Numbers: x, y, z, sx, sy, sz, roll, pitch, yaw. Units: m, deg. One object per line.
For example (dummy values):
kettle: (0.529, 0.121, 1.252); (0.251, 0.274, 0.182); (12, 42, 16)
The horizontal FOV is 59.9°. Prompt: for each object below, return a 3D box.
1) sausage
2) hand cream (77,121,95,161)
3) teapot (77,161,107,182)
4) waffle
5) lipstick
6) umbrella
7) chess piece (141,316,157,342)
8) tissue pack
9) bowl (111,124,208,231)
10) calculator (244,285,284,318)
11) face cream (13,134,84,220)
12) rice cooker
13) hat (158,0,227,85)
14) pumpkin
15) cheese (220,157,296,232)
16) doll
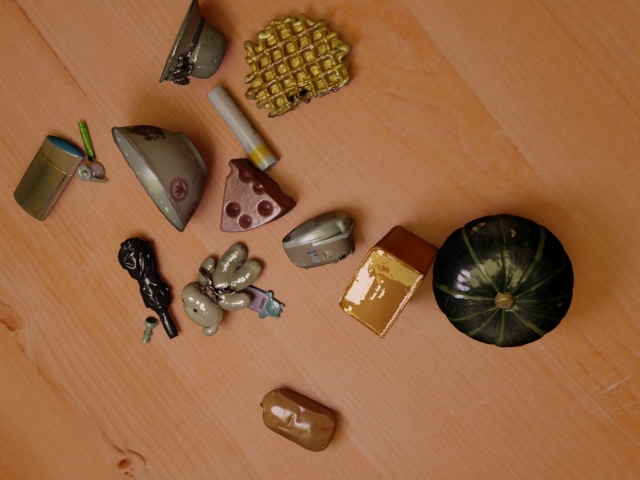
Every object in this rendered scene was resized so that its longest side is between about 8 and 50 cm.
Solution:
sausage: (-0.069, 0.529, 1.648); (0.241, 0.120, 0.136); (27, 98, 11)
hand cream: (-0.726, -0.306, 1.726); (0.036, 0.023, 0.121); (-3, 103, 40)
teapot: (-0.705, -0.204, 1.720); (0.083, 0.064, 0.064); (37, 111, 7)
waffle: (-0.067, -0.448, 1.460); (0.310, 0.065, 0.283); (27, 107, 14)
lipstick: (-0.216, -0.310, 1.541); (0.059, 0.059, 0.264); (-37, 89, 22)
umbrella: (-0.524, 0.149, 1.725); (0.118, 0.118, 0.340); (-18, 100, 21)
chess piece: (-0.558, 0.295, 1.799); (0.042, 0.042, 0.093); (28, 114, 10)
tissue pack: (0.173, 0.092, 1.389); (0.145, 0.274, 0.194); (32, 109, 11)
bowl: (-0.418, -0.202, 1.551); (0.158, 0.337, 0.337); (-35, 90, -19)
calculator: (-0.177, 0.185, 1.661); (0.141, 0.019, 0.094); (24, 106, 12)
face cream: (-0.868, -0.206, 1.771); (0.139, 0.067, 0.285); (44, 112, 4)
rice cooker: (0.000, 0.000, 1.497); (0.206, 0.145, 0.127); (-13, 110, 17)
hat: (-0.321, -0.510, 1.477); (0.130, 0.257, 0.257); (22, 111, -21)
pumpkin: (0.426, 0.093, 1.315); (0.323, 0.241, 0.323); (1, 109, 4)
cheese: (-0.163, -0.113, 1.539); (0.177, 0.128, 0.202); (13, 102, 13)
doll: (-0.303, 0.134, 1.634); (0.278, 0.149, 0.175); (-48, 46, 9)
